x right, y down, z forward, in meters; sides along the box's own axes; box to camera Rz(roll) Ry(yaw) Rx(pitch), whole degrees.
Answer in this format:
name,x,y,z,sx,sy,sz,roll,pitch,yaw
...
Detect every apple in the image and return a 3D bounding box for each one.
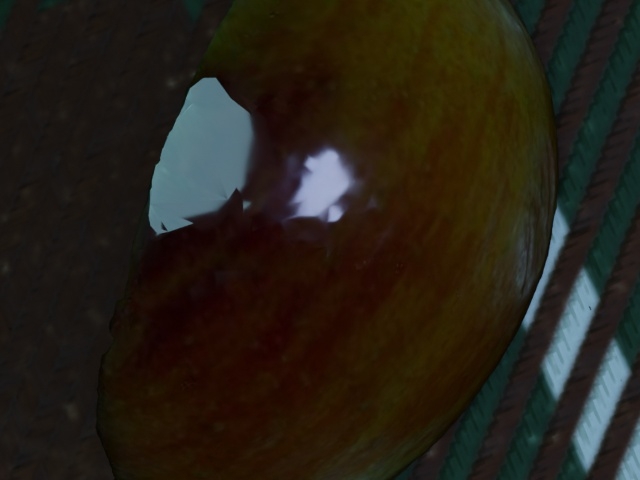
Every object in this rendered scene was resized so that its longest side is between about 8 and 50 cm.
name,x,y,z,sx,sy,sz,roll,pitch,yaw
apple,0.000,0.000,0.965,0.254,0.179,0.346,21,89,-29
